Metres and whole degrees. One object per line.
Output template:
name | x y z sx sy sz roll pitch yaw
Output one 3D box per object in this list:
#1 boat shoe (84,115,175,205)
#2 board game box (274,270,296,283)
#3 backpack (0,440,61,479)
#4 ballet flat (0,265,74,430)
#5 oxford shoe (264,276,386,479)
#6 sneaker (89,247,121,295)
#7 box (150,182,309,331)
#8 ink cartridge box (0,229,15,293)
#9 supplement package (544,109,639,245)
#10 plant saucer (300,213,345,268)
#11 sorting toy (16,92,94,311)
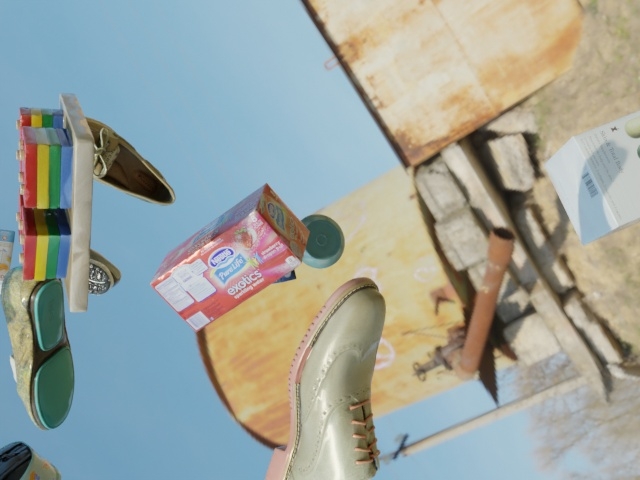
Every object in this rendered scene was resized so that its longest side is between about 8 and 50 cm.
boat shoe | -0.397 -0.154 1.471 0.089 0.105 0.285 29 179 41
board game box | -0.131 0.029 1.923 0.243 0.042 0.165 162 95 -71
backpack | -0.518 0.435 1.239 0.144 0.165 0.188 46 -122 -30
ballet flat | -0.535 0.198 1.411 0.123 0.123 0.349 -78 -5 -61
oxford shoe | 0.038 0.246 1.028 0.140 0.397 0.146 -7 -154 -44
sneaker | -0.649 0.051 1.991 0.271 0.100 0.108 33 -164 8
box | -0.159 0.030 1.336 0.128 0.257 0.123 49 -157 -19
ink cartridge box | -0.779 0.051 1.777 0.092 0.090 0.143 7 -106 -22
supplement package | 0.642 -0.144 1.534 0.198 0.262 0.199 92 156 -79
plant saucer | 0.000 0.000 1.608 0.119 0.119 0.021 58 160 -3
sorting toy | -0.397 -0.063 1.102 0.089 0.256 0.257 -1 -156 -24
